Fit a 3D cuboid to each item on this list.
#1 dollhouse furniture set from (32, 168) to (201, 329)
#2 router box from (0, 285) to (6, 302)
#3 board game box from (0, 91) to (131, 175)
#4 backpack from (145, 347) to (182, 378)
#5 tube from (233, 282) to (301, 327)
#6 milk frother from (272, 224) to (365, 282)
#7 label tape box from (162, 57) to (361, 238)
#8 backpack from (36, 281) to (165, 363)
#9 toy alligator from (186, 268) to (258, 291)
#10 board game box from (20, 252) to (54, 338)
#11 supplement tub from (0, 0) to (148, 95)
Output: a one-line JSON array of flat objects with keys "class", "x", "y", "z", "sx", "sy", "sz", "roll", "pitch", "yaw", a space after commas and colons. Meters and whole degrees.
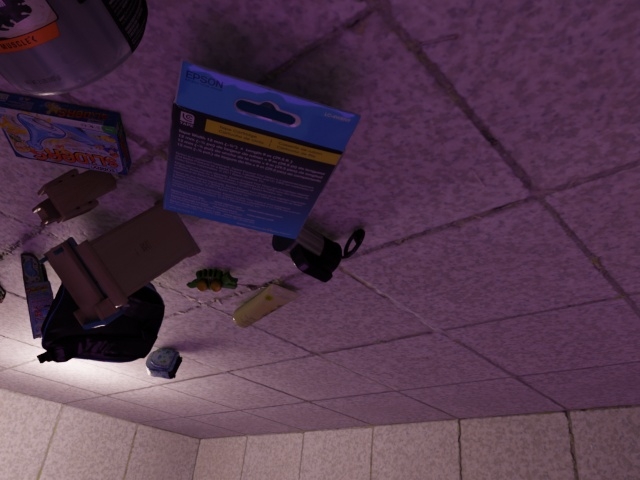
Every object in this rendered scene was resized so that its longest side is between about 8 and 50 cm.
[{"class": "dollhouse furniture set", "x": -0.458, "y": 0.007, "z": 1.145, "sx": 0.303, "sy": 0.198, "sz": 0.287, "roll": -19, "pitch": 105, "yaw": 47}, {"class": "router box", "x": -1.020, "y": 0.144, "z": 1.610, "sx": 0.122, "sy": 0.038, "sz": 0.092, "roll": 11, "pitch": 149, "yaw": -7}, {"class": "board game box", "x": -0.443, "y": -0.182, "z": 0.938, "sx": 0.201, "sy": 0.035, "sz": 0.136, "roll": 9, "pitch": 150, "yaw": -5}, {"class": "backpack", "x": -0.586, "y": 0.451, "z": 1.997, "sx": 0.114, "sy": 0.105, "sz": 0.084, "roll": 2, "pitch": 128, "yaw": 9}, {"class": "tube", "x": -0.159, "y": 0.177, "z": 1.487, "sx": 0.070, "sy": 0.062, "sz": 0.240, "roll": -22, "pitch": 171, "yaw": -47}, {"class": "milk frother", "x": 0.000, "y": 0.000, "z": 1.128, "sx": 0.134, "sy": 0.129, "sz": 0.143, "roll": 32, "pitch": 99, "yaw": -37}, {"class": "label tape box", "x": -0.107, "y": -0.151, "z": 0.856, "sx": 0.249, "sy": 0.115, "sz": 0.348, "roll": 13, "pitch": 147, "yaw": -12}, {"class": "backpack", "x": -0.543, "y": 0.186, "z": 1.375, "sx": 0.263, "sy": 0.277, "sz": 0.213, "roll": 23, "pitch": -175, "yaw": -24}, {"class": "toy alligator", "x": -0.253, "y": 0.098, "z": 1.375, "sx": 0.189, "sy": 0.056, "sz": 0.052, "roll": 1, "pitch": 109, "yaw": 10}, {"class": "board game box", "x": -0.741, "y": 0.136, "z": 1.415, "sx": 0.060, "sy": 0.194, "sz": 0.194, "roll": -9, "pitch": 159, "yaw": -31}, {"class": "supplement tub", "x": -0.325, "y": -0.317, "z": 0.526, "sx": 0.193, "sy": 0.194, "sz": 0.316, "roll": -2, "pitch": 149, "yaw": 14}]
